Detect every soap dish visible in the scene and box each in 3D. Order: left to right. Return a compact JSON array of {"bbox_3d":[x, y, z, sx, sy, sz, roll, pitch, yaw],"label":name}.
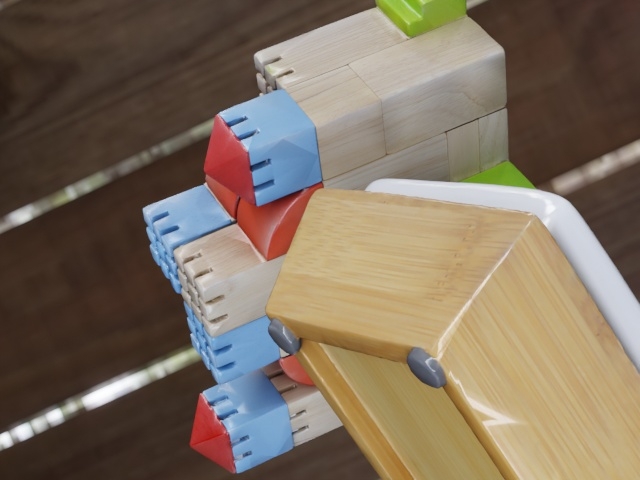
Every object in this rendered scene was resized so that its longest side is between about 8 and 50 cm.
[{"bbox_3d":[0.108,0.105,0.997,0.291,0.118,0.229,56,159,-21],"label":"soap dish"}]

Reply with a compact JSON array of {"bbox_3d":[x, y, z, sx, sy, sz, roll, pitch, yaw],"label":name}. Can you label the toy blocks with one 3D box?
[{"bbox_3d":[0.000,0.000,1.269,0.191,0.260,0.381,51,157,43],"label":"toy blocks"}]
